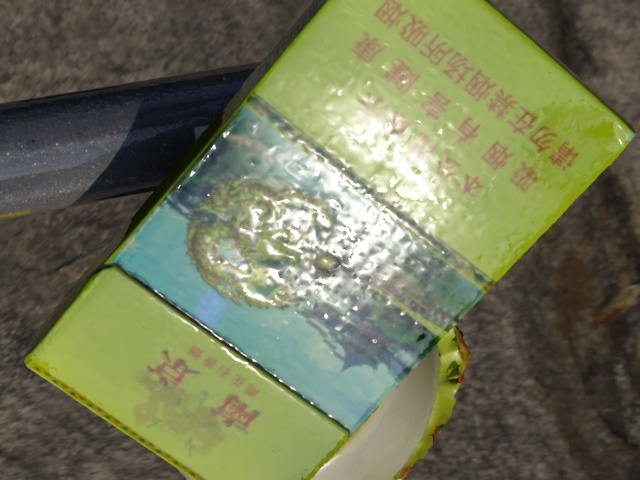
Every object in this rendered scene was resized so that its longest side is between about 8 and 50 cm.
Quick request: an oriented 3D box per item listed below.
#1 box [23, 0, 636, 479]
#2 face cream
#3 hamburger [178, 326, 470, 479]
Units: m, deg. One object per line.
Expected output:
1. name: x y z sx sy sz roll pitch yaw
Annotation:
1. box: 0.000 0.000 0.772 0.187 0.047 0.335 37 107 -16
2. face cream: -0.156 -0.058 0.843 0.283 0.073 0.073 -11 83 -17
3. hamburger: -0.027 0.116 1.197 0.294 0.179 0.276 27 79 18
